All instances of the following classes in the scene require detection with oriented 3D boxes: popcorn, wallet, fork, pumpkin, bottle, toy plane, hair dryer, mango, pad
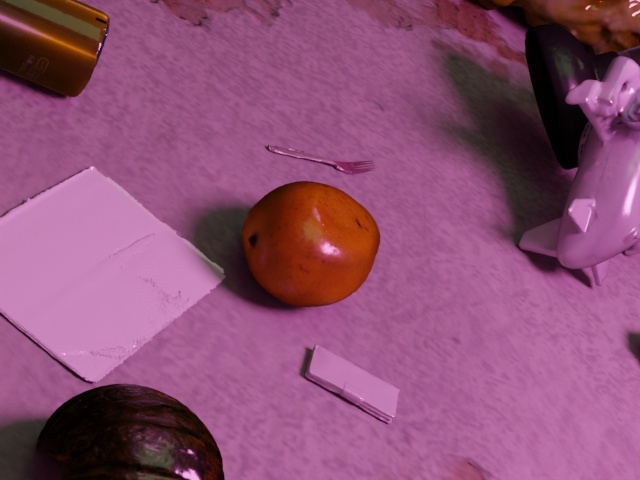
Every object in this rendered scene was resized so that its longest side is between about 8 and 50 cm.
[{"bbox_3d":[0.309,-0.327,2.277,0.286,0.173,0.225,22,16,1],"label":"popcorn"},{"bbox_3d":[0.028,0.117,1.541,0.083,0.011,0.044,30,31,-7],"label":"wallet"},{"bbox_3d":[0.000,-0.077,1.787,0.115,0.012,0.016,8,35,-28],"label":"fork"},{"bbox_3d":[-0.123,0.159,1.258,0.119,0.107,0.183,12,35,-23],"label":"pumpkin"},{"bbox_3d":[-0.325,-0.212,1.600,0.286,0.082,0.082,23,33,-19],"label":"bottle"},{"bbox_3d":[0.296,-0.071,1.878,0.117,0.244,0.245,11,16,35],"label":"toy plane"},{"bbox_3d":[0.389,-0.126,2.064,0.320,0.284,0.155,-9,42,-6],"label":"hair dryer"},{"bbox_3d":[-0.006,-0.003,1.602,0.115,0.089,0.165,34,28,-3],"label":"mango"},{"bbox_3d":[-0.181,0.021,1.486,0.156,0.004,0.232,38,31,7],"label":"pad"}]
